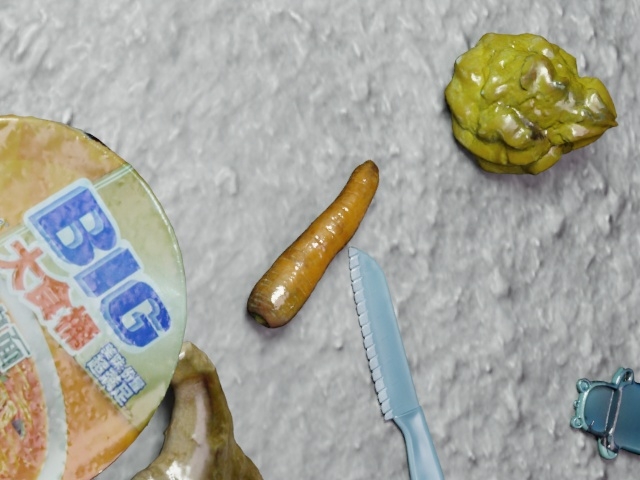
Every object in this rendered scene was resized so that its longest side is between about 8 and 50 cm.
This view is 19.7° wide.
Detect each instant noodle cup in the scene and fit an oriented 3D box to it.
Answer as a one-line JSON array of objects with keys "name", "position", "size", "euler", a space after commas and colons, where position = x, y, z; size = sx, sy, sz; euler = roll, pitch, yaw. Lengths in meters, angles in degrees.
[{"name": "instant noodle cup", "position": [-0.275, 0.049, 1.399], "size": [0.296, 0.214, 0.296], "euler": [-2, 93, -30]}]

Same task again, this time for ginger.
[{"name": "ginger", "position": [-0.127, 0.264, 1.578], "size": [0.166, 0.080, 0.333], "euler": [30, 70, -43]}]

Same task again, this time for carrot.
[{"name": "carrot", "position": [0.000, 0.000, 1.657], "size": [0.047, 0.047, 0.191], "euler": [46, 69, -23]}]

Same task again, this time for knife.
[{"name": "knife", "position": [0.075, 0.152, 1.725], "size": [0.044, 0.019, 0.313], "euler": [-20, 100, -25]}]

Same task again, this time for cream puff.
[{"name": "cream puff", "position": [0.199, -0.127, 1.726], "size": [0.146, 0.116, 0.146], "euler": [-4, 97, -32]}]

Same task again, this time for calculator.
[{"name": "calculator", "position": [0.310, 0.177, 1.858], "size": [0.141, 0.019, 0.094], "euler": [16, 84, -28]}]
